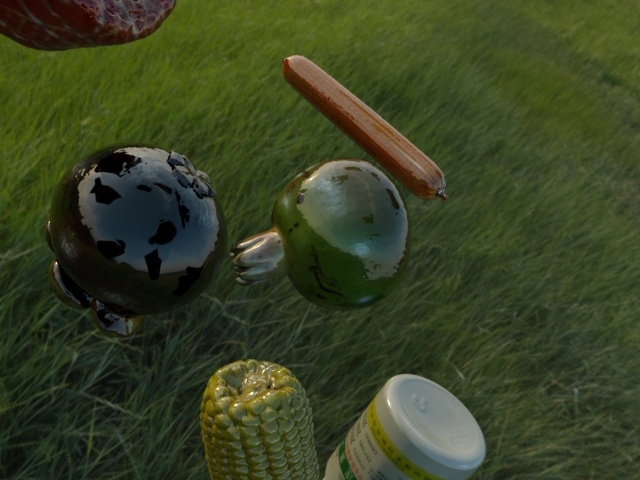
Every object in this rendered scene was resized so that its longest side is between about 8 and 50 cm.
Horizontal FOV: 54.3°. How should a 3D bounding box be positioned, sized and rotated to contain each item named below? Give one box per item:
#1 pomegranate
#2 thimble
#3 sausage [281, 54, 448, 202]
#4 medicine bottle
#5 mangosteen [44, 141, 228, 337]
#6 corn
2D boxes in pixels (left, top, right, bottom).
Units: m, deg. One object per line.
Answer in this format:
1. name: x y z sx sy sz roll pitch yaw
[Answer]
1. pomegranate: 0.000 0.000 0.709 0.210 0.180 0.179 -18 59 -10
2. thimble: -0.399 -0.479 0.987 0.350 0.231 0.349 3 86 -64
3. sausage: 0.058 -0.170 0.910 0.348 0.053 0.053 45 34 21
4. medicine bottle: 0.122 0.432 1.140 0.208 0.339 0.208 26 24 -12
5. mangosteen: -0.328 0.000 1.070 0.307 0.347 0.307 43 18 -18
6. corn: -0.065 0.304 0.746 0.131 0.344 0.131 -2 24 1
